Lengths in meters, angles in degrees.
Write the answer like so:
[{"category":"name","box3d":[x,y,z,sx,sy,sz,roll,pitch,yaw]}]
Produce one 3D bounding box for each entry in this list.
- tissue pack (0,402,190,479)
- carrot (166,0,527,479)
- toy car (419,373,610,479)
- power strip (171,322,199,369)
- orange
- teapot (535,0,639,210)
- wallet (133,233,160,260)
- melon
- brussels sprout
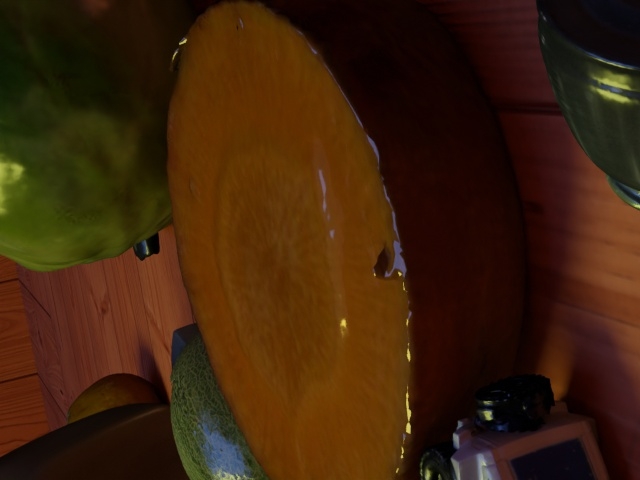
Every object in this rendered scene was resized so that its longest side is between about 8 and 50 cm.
[{"category":"tissue pack","box3d":[-0.183,0.359,1.077,0.277,0.267,0.387,-26,91,50]},{"category":"carrot","box3d":[-0.001,0.013,0.645,0.258,0.100,0.307,24,119,52]},{"category":"toy car","box3d":[0.102,0.148,0.553,0.070,0.080,0.171,-168,68,-66]},{"category":"power strip","box3d":[-0.079,0.156,1.093,0.286,0.048,0.080,-148,48,-61]},{"category":"orange","box3d":[-0.261,0.248,1.512,0.156,0.134,0.156,-179,90,-74]},{"category":"teapot","box3d":[0.126,-0.063,0.391,0.092,0.124,0.091,10,139,25]},{"category":"wallet","box3d":[-0.210,-0.148,1.225,0.170,0.044,0.321,-135,37,-73]},{"category":"melon","box3d":[-0.037,0.122,0.826,0.139,0.139,0.192,97,156,-43]},{"category":"brussels sprout","box3d":[-0.221,-0.124,1.010,0.344,0.268,0.344,-173,90,-81]}]
